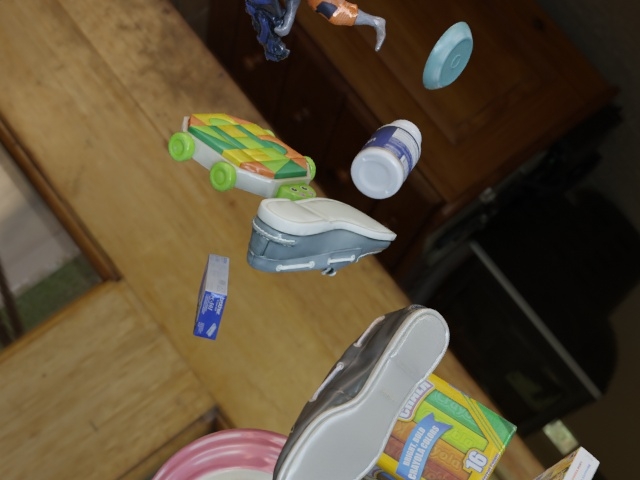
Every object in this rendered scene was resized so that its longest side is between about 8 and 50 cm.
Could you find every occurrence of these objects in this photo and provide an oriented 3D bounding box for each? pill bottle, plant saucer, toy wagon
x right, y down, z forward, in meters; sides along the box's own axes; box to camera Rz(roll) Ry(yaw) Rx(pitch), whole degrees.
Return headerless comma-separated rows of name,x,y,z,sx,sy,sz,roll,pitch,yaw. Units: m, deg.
pill bottle,0.123,-0.151,1.977,0.094,0.094,0.169,-46,-176,36
plant saucer,-0.109,0.440,1.593,0.332,0.332,0.084,-39,179,2
plant saucer,0.207,-0.287,1.758,0.119,0.021,0.119,-43,153,-27
toy wagon,-0.120,-0.147,2.179,0.267,0.344,0.068,-10,128,-52

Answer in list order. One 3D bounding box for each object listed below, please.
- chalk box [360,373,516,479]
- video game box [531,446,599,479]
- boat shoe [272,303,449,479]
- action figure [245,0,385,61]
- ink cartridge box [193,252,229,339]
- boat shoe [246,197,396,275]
chalk box,0.135,0.317,1.806,0.180,0.289,0.179,-56,172,-25
video game box,0.344,0.445,1.796,0.187,0.048,0.205,-48,178,-45
boat shoe,0.045,0.220,1.488,0.335,0.112,0.095,-48,-159,-21
action figure,-0.031,-0.443,1.924,0.341,0.330,0.178,89,23,-69
ink cartridge box,-0.211,0.107,2.173,0.207,0.046,0.097,-99,-156,-71
boat shoe,0.000,0.000,1.698,0.319,0.116,0.099,2,117,-56
